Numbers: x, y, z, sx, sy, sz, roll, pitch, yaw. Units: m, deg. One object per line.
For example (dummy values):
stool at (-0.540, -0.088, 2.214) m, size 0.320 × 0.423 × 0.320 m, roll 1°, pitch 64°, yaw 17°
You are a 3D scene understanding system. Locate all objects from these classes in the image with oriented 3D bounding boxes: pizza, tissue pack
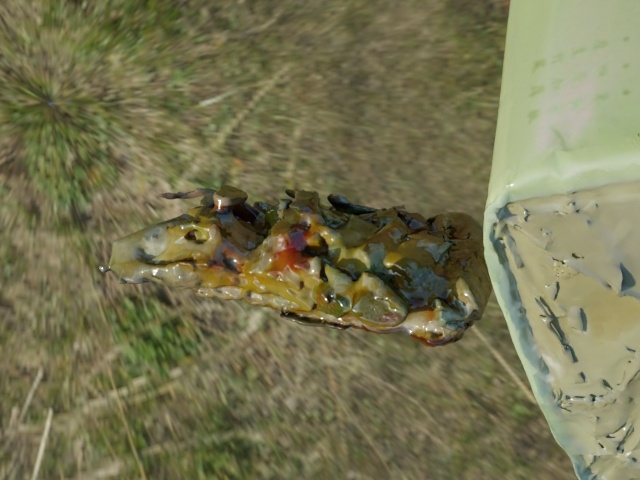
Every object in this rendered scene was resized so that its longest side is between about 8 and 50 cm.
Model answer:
pizza at (0.000, 0.000, 1.008) m, size 0.226 × 0.147 × 0.069 m, roll 12°, pitch 115°, yaw 21°
tissue pack at (0.138, -0.062, 0.461) m, size 0.159 × 0.234 × 0.125 m, roll -8°, pitch 132°, yaw 19°
